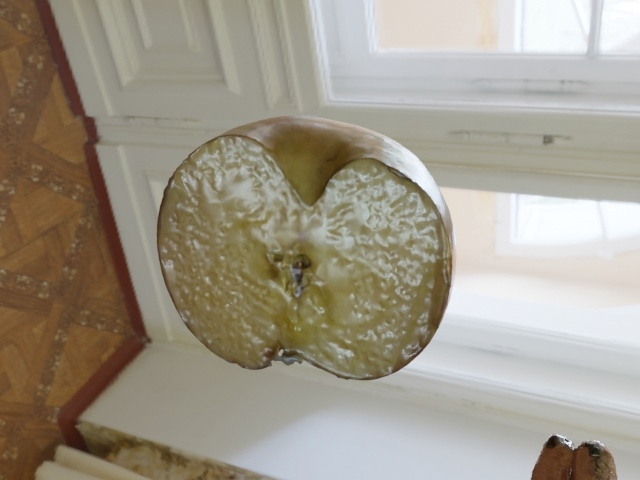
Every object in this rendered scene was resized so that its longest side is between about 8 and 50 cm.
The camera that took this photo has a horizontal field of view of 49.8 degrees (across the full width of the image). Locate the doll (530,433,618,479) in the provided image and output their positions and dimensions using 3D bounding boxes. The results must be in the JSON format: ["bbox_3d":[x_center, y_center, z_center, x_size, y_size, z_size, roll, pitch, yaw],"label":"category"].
[{"bbox_3d":[0.335,0.406,0.865,0.156,0.201,0.304,16,79,-23],"label":"doll"}]

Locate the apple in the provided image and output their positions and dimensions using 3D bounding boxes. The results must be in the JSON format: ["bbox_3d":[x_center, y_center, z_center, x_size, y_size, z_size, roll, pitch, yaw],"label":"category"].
[{"bbox_3d":[0.000,0.000,0.713,0.163,0.292,0.251,-46,146,-61],"label":"apple"}]
